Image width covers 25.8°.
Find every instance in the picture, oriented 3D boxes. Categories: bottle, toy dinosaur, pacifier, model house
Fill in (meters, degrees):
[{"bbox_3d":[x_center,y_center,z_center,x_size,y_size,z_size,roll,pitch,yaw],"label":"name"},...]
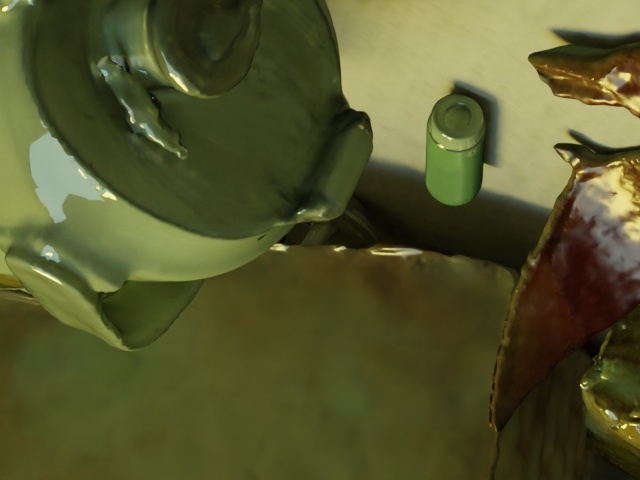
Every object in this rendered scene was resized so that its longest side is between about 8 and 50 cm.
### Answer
[{"bbox_3d":[-0.116,-0.069,0.652,0.352,0.229,0.229,6,152,50],"label":"bottle"},{"bbox_3d":[0.159,0.020,0.537,0.327,0.113,0.206,24,151,56],"label":"toy dinosaur"},{"bbox_3d":[0.000,0.000,0.914,0.083,0.064,0.068,12,152,49],"label":"pacifier"},{"bbox_3d":[-0.020,0.240,0.948,0.445,0.395,0.400,1,163,29],"label":"model house"},{"bbox_3d":[0.068,-0.046,0.706,0.030,0.030,0.083,26,164,13],"label":"bottle"}]

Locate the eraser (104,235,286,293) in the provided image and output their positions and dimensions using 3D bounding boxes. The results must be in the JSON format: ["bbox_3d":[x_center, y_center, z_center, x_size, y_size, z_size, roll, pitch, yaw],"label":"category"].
[{"bbox_3d":[-0.116,0.019,1.132,0.155,0.101,0.332,28,166,1],"label":"eraser"}]

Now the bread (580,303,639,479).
[{"bbox_3d":[0.238,0.097,0.723,0.196,0.102,0.138,24,167,16],"label":"bread"}]
